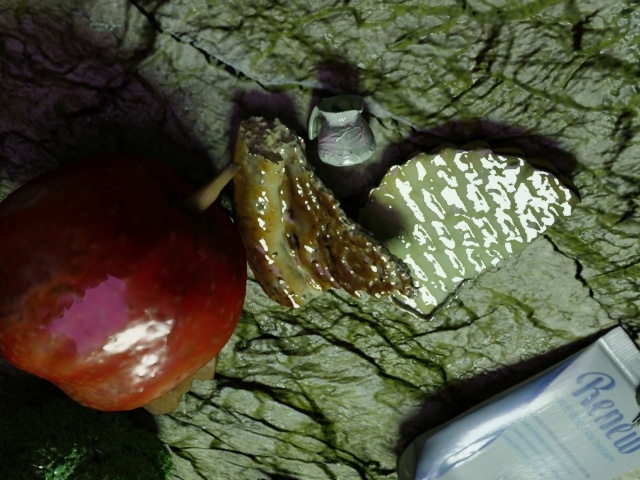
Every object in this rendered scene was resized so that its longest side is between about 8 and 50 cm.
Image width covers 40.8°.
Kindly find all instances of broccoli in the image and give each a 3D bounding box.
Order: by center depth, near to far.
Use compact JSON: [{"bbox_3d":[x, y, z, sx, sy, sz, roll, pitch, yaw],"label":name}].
[{"bbox_3d":[-0.388,0.381,1.260,0.310,0.321,0.413,-50,151,5],"label":"broccoli"}]

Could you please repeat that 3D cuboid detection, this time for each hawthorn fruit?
[{"bbox_3d":[-0.208,0.020,0.959,0.330,0.287,0.287,-39,114,19],"label":"hawthorn fruit"}]

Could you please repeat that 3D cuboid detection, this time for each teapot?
[{"bbox_3d":[0.018,-0.121,0.914,0.083,0.064,0.064,18,130,38],"label":"teapot"}]

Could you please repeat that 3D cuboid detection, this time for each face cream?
[{"bbox_3d":[0.278,0.288,1.178,0.420,0.137,0.235,-34,114,20],"label":"face cream"}]

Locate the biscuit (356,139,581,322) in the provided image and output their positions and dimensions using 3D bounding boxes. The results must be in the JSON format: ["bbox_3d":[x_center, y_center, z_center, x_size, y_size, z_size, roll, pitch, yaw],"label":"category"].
[{"bbox_3d":[0.141,-0.024,0.976,0.187,0.036,0.273,36,128,-18],"label":"biscuit"}]

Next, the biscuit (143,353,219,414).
[{"bbox_3d":[-0.291,0.139,1.204,0.301,0.043,0.278,12,131,2],"label":"biscuit"}]

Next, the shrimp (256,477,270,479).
[{"bbox_3d":[-0.029,0.453,1.412,0.223,0.047,0.126,37,137,-19],"label":"shrimp"}]

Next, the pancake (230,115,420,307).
[{"bbox_3d":[0.000,0.000,0.977,0.244,0.057,0.266,26,142,19],"label":"pancake"}]

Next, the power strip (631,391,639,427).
[{"bbox_3d":[0.484,0.183,1.057,0.227,0.029,0.080,-35,114,25],"label":"power strip"}]
